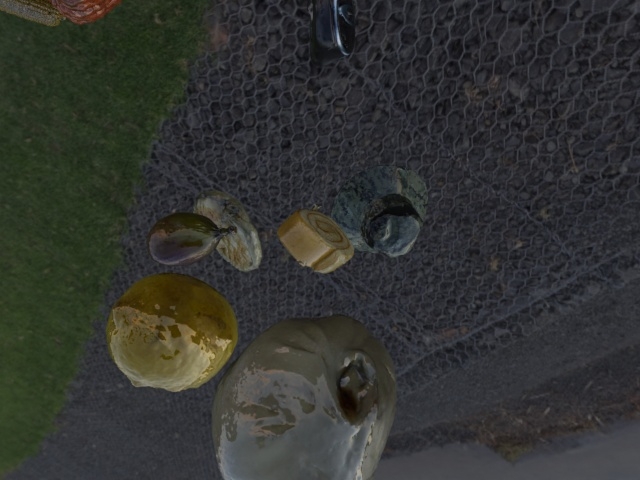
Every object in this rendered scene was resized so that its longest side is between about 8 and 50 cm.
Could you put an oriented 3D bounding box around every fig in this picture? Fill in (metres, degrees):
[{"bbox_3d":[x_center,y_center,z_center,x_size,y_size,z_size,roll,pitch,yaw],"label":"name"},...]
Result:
[{"bbox_3d":[-0.340,-0.011,1.160,0.274,0.170,0.146,-11,77,25],"label":"fig"}]

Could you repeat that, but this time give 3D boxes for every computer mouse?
[{"bbox_3d":[0.025,-0.429,0.850,0.096,0.233,0.137,-7,107,-4],"label":"computer mouse"}]

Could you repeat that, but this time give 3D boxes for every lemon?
[{"bbox_3d":[-0.298,0.183,0.867,0.233,0.234,0.288,-13,149,29],"label":"lemon"}]

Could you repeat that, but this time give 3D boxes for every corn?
[{"bbox_3d":[-0.754,-0.597,1.067,0.068,0.207,0.068,4,96,38],"label":"corn"}]

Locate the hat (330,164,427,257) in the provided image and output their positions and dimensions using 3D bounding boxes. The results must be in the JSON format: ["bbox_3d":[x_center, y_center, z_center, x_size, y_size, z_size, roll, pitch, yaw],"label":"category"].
[{"bbox_3d":[0.158,-0.036,0.970,0.265,0.128,0.266,-10,128,-13],"label":"hat"}]

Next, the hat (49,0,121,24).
[{"bbox_3d":[-0.504,-0.715,0.954,0.285,0.400,0.285,34,162,13],"label":"hat"}]

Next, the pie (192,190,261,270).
[{"bbox_3d":[-0.322,-0.031,1.493,0.339,0.077,0.339,29,141,27],"label":"pie"}]

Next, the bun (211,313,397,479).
[{"bbox_3d":[0.002,0.138,0.360,0.166,0.173,0.113,31,144,-18],"label":"bun"}]

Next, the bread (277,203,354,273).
[{"bbox_3d":[0.000,0.000,0.766,0.073,0.149,0.122,-42,73,20],"label":"bread"}]
